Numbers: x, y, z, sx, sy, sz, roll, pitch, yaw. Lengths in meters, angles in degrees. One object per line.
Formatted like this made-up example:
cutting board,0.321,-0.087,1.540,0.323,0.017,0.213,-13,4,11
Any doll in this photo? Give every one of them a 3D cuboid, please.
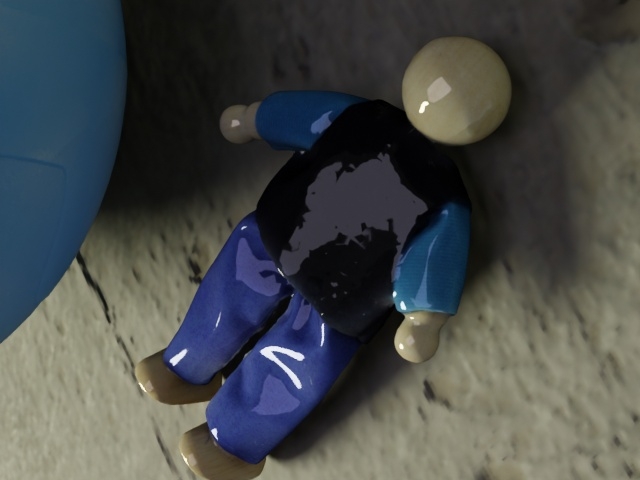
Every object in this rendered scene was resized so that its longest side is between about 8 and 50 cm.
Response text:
doll,0.000,0.000,0.529,0.189,0.046,0.129,-50,59,29

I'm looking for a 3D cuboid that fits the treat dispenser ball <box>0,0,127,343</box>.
treat dispenser ball,-0.220,-0.067,0.565,0.288,0.288,0.288,-2,88,42
